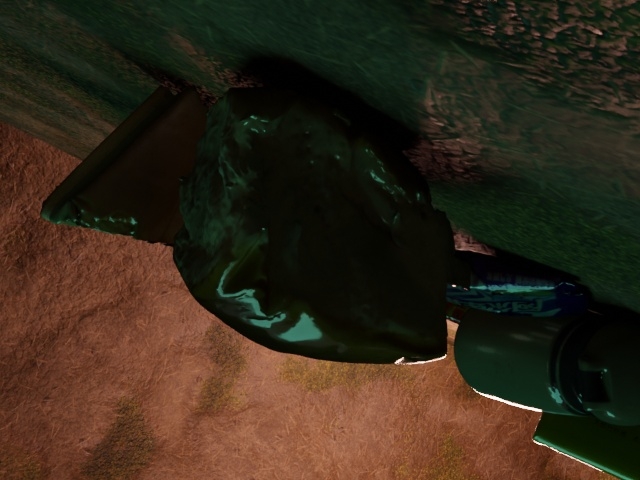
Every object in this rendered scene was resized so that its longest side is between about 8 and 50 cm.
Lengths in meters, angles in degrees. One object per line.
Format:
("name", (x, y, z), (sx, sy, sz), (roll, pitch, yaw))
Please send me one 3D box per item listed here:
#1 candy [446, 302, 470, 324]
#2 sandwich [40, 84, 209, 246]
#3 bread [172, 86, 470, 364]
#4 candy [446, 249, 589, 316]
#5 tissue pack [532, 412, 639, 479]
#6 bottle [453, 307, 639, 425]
("candy", (0.296, 0.146, 1.843), (0.292, 0.059, 0.086), (24, 176, 19))
("sandwich", (-0.193, -0.090, 1.076), (0.220, 0.186, 0.108), (9, -177, -29))
("bread", (0.000, 0.000, 0.881), (0.279, 0.225, 0.250), (22, 177, -18))
("candy", (0.213, 0.051, 1.224), (0.275, 0.070, 0.145), (13, 168, 23))
("tissue pack", (0.501, 0.278, 1.439), (0.274, 0.200, 0.167), (22, 175, 26))
("bottle", (0.343, 0.168, 1.312), (0.168, 0.168, 0.347), (27, 171, -23))
